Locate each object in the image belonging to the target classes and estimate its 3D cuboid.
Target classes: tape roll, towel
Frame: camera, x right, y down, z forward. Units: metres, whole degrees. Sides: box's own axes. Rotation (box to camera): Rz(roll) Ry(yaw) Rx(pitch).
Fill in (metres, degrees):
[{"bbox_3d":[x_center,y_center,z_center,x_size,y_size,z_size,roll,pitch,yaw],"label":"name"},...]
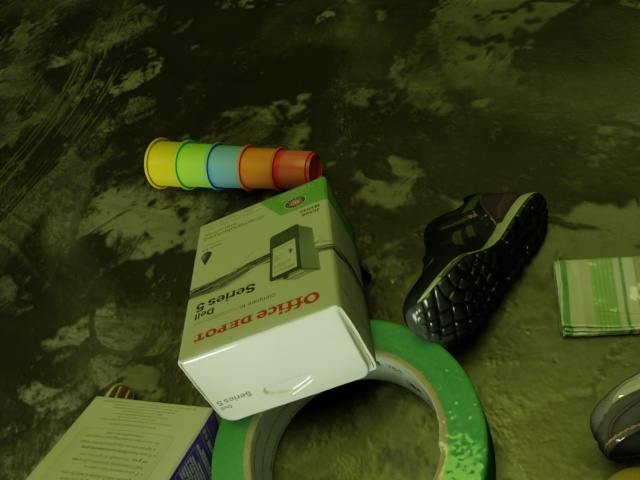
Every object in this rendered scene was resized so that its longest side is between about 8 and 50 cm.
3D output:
[{"bbox_3d":[0.035,0.247,0.759,0.322,0.077,0.321,-12,49,14],"label":"tape roll"},{"bbox_3d":[0.369,0.063,0.802,0.152,0.023,0.113,-6,52,19],"label":"towel"}]

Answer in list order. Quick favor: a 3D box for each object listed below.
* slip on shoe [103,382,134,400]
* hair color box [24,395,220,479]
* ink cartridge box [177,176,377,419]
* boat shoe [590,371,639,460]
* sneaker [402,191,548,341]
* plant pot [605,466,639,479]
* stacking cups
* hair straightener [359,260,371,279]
[{"bbox_3d":[-0.308,0.264,0.916,0.041,0.051,0.135,-25,39,62],"label":"slip on shoe"},{"bbox_3d":[-0.257,0.331,0.718,0.185,0.110,0.339,-1,29,23],"label":"hair color box"},{"bbox_3d":[-0.053,0.063,0.827,0.199,0.114,0.272,-21,34,11],"label":"ink cartridge box"},{"bbox_3d":[0.430,0.158,0.575,0.356,0.132,0.130,-17,50,18],"label":"boat shoe"},{"bbox_3d":[0.176,0.028,0.851,0.124,0.107,0.283,13,38,43],"label":"sneaker"},{"bbox_3d":[0.341,0.279,0.489,0.239,0.254,0.254,-5,46,54],"label":"plant pot"},{"bbox_3d":[-0.151,-0.121,1.140,0.316,0.096,0.096,8,57,22],"label":"stacking cups"},{"bbox_3d":[0.000,0.000,1.003,0.089,0.047,0.230,-42,45,-13],"label":"hair straightener"}]
